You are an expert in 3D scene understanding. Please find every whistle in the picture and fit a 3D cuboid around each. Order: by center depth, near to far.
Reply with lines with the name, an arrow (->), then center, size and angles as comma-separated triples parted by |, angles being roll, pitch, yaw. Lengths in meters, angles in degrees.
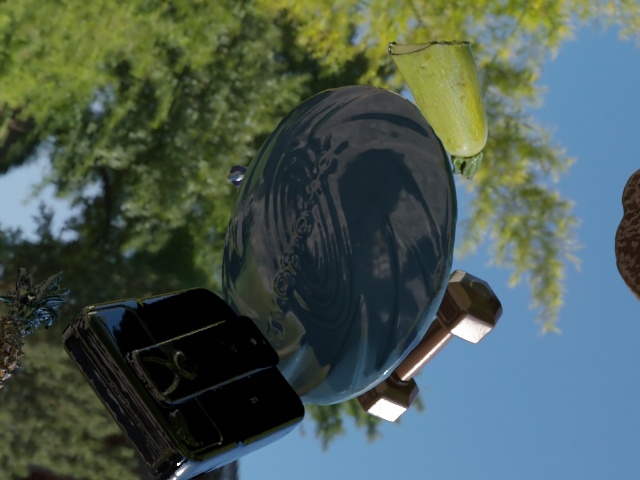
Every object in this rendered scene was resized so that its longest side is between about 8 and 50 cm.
whistle -> -0.103, -0.088, 1.546 | 0.033, 0.029, 0.083 | -22, 179, 19

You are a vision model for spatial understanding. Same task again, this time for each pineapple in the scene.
pineapple -> -0.397, 0.121, 1.424 | 0.103, 0.083, 0.221 | -40, -168, 41

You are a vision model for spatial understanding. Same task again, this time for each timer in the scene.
timer -> -0.095, 0.100, 0.875 | 0.055, 0.144, 0.187 | -46, 164, 23

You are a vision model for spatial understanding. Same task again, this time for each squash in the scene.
squash -> 0.235, -0.231, 1.944 | 0.137, 0.287, 0.137 | -25, -155, 13

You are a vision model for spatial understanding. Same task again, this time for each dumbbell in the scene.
dumbbell -> 0.130, 0.134, 1.442 | 0.231, 0.082, 0.092 | -48, -121, 32

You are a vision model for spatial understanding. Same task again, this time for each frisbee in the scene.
frisbee -> -0.004, -0.002, 0.999 | 0.289, 0.049, 0.289 | -16, -113, 44

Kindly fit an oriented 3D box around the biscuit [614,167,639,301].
biscuit -> 0.578, -0.035, 1.517 | 0.381, 0.074, 0.359 | -43, -134, 7
